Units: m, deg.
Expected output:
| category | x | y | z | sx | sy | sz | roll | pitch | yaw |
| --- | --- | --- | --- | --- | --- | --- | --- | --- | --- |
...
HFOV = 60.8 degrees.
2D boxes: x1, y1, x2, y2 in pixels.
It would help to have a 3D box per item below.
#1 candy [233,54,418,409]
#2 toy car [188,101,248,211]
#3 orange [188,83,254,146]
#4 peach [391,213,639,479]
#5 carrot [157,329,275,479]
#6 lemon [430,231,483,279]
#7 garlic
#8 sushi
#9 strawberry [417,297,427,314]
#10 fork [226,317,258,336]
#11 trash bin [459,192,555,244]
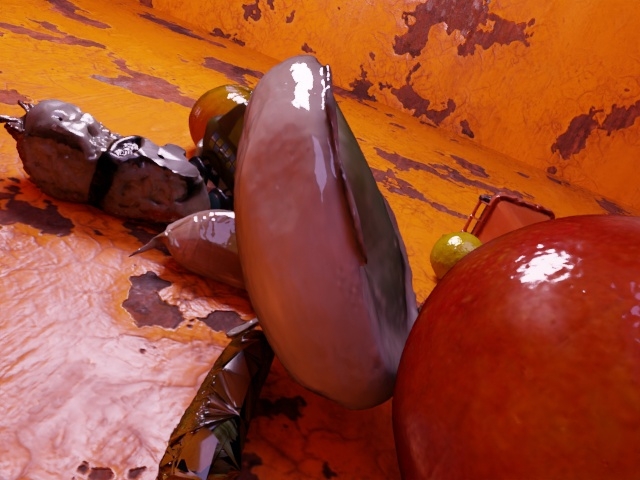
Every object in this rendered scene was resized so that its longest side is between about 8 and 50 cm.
| category | x | y | z | sx | sy | sz | roll | pitch | yaw |
| --- | --- | --- | --- | --- | --- | --- | --- | --- | --- |
| candy | 0.000 | 0.000 | 0.642 | 0.186 | 0.386 | 0.427 | -17 | 28 | 8 |
| toy car | -0.104 | -0.148 | 0.977 | 0.204 | 0.198 | 0.248 | -9 | 53 | -45 |
| orange | -0.173 | -0.251 | 1.204 | 0.240 | 0.171 | 0.240 | 18 | 23 | -8 |
| peach | 0.240 | 0.149 | 0.480 | 0.388 | 0.388 | 0.388 | 18 | 24 | -8 |
| carrot | -0.092 | 0.162 | 0.537 | 0.069 | 0.069 | 0.228 | 22 | 22 | -1 |
| lemon | 0.266 | 0.037 | 1.048 | 0.109 | 0.109 | 0.133 | 4 | 44 | -36 |
| garlic | -0.151 | 0.013 | 0.775 | 0.198 | 0.090 | 0.128 | 22 | 36 | -11 |
| sushi | -0.317 | -0.113 | 0.839 | 0.332 | 0.130 | 0.124 | 18 | 24 | -10 |
| strawberry | 0.214 | 0.139 | 0.862 | 0.152 | 0.048 | 0.104 | 26 | 27 | 17 |
| fork | -0.085 | 0.106 | 0.723 | 0.016 | 0.012 | 0.115 | 28 | 29 | 24 |
| trash bin | 0.425 | 0.013 | 1.180 | 0.185 | 0.161 | 0.238 | 18 | 27 | -9 |
